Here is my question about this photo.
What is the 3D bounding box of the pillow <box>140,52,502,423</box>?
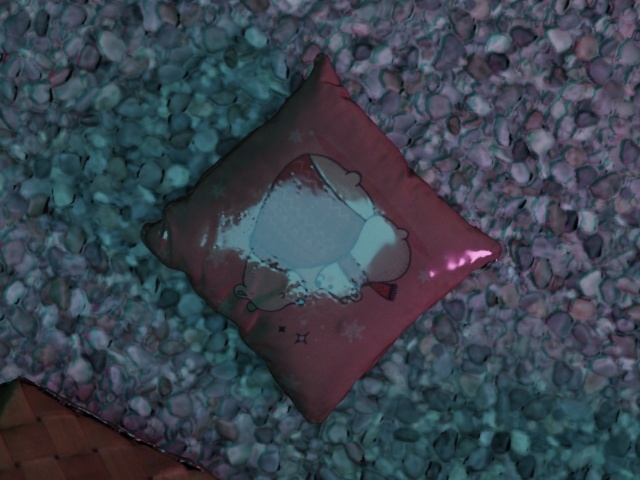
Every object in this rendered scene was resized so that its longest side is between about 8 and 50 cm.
[{"bbox_3d":[0.000,0.000,1.291,0.223,0.084,0.236,-41,96,0],"label":"pillow"}]

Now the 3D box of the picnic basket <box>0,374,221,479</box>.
[{"bbox_3d":[-0.243,0.321,1.229,0.293,0.337,0.337,28,91,-9],"label":"picnic basket"}]
